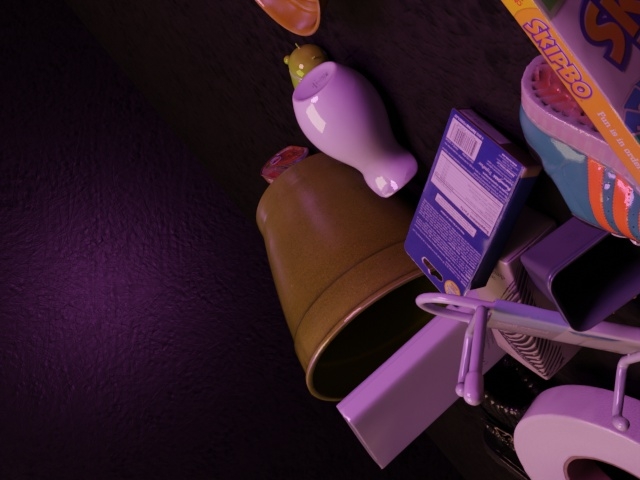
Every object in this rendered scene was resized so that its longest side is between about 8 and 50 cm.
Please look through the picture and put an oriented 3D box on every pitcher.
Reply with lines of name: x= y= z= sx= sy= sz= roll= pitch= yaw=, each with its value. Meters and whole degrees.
pitcher: x=0.045 y=-0.184 z=1.061 sx=0.207 sy=0.125 sz=0.177 roll=43 pitch=-174 yaw=-33

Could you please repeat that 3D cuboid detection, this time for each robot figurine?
robot figurine: x=-0.015 y=-0.271 z=1.100 sx=0.101 sy=0.067 sz=0.115 roll=38 pitch=165 yaw=25

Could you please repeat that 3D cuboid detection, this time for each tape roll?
tape roll: x=0.490 y=0.387 z=1.056 sx=0.392 sy=0.072 sz=0.392 roll=35 pitch=153 yaw=21

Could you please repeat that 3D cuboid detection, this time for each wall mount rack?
wall mount rack: x=0.269 y=0.142 z=0.743 sx=0.350 sy=0.130 sz=0.304 roll=10 pitch=168 yaw=11

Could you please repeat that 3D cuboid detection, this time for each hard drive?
hard drive: x=0.197 y=0.211 z=1.118 sx=0.047 sy=0.353 sz=0.233 roll=42 pitch=166 yaw=37

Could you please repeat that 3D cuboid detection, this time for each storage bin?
storage bin: x=0.295 y=0.025 z=0.739 sx=0.098 sy=0.135 sz=0.091 roll=54 pitch=180 yaw=-22

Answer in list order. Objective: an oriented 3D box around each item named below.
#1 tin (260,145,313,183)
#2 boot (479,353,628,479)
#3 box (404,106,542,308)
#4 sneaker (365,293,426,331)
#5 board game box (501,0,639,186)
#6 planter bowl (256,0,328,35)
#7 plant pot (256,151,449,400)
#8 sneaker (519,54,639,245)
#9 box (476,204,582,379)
tin: x=-0.077 y=-0.171 z=1.569 sx=0.040 sy=0.106 sz=0.190 roll=54 pitch=169 yaw=-22
boot: x=0.445 y=0.382 z=1.312 sx=0.348 sy=0.131 sz=0.260 roll=22 pitch=139 yaw=39
box: x=0.183 y=-0.037 z=0.856 sx=0.136 sy=0.037 sz=0.225 roll=53 pitch=140 yaw=39
sneaker: x=0.139 y=0.119 z=1.389 sx=0.122 sy=0.331 sz=0.146 roll=26 pitch=-120 yaw=-78
board game box: x=0.233 y=-0.126 z=0.469 sx=0.259 sy=0.124 sz=0.039 roll=50 pitch=168 yaw=-4
planter bowl: x=-0.040 y=-0.367 z=0.822 sx=0.217 sy=0.090 sz=0.217 roll=47 pitch=168 yaw=13
plant pot: x=0.058 y=0.036 z=1.220 sx=0.353 sy=0.367 sz=0.366 roll=56 pitch=174 yaw=32
sneaker: x=0.293 y=-0.043 z=0.583 sx=0.302 sy=0.108 sz=0.121 roll=52 pitch=173 yaw=32
box: x=0.291 y=0.071 z=0.967 sx=0.113 sy=0.094 sz=0.275 roll=37 pitch=163 yaw=50
